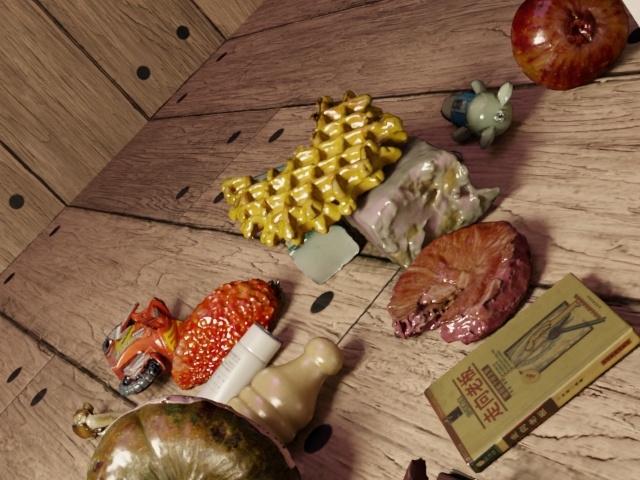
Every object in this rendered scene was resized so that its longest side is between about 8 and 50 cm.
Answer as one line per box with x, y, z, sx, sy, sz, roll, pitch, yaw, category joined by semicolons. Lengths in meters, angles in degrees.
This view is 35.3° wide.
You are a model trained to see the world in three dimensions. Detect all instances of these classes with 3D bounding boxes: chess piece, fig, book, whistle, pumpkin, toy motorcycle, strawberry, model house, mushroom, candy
-0.084;0.250;1.365;0.307;0.124;0.139;-44;-7;-12;chess piece
0.372;-0.313;1.566;0.175;0.175;0.207;-44;9;-4;fig
0.232;0.143;1.140;0.231;0.026;0.161;-41;23;5;book
0.256;-0.210;1.661;0.236;0.077;0.114;-143;72;-73;whistle
-0.155;0.312;1.173;0.260;0.260;0.189;-43;-8;-1;pumpkin
-0.316;0.194;1.837;0.171;0.089;0.298;-43;22;-5;toy motorcycle
-0.169;0.140;1.677;0.236;0.106;0.175;-50;24;-16;strawberry
0.000;0.000;1.674;0.101;0.088;0.100;-39;25;8;model house
-0.373;0.315;1.763;0.187;0.061;0.060;-13;31;42;mushroom
0.139;-0.060;1.500;0.185;0.137;0.195;-43;21;-2;candy

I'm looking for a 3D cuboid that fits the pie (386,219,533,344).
0.183;0.056;1.334;0.219;0.054;0.204;-16;35;46;pie

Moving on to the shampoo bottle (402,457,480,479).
0.158;0.270;0.987;0.236;0.067;0.068;2;58;59;shampoo bottle

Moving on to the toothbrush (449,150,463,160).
0.146;-0.141;1.773;0.031;0.023;0.321;-41;21;-20;toothbrush

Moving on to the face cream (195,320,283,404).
-0.155;0.235;1.563;0.243;0.058;0.092;-51;29;-5;face cream

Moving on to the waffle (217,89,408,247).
-0.010;-0.110;1.513;0.293;0.069;0.260;-44;37;-8;waffle

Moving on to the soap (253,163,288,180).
0.024;-0.101;1.699;0.261;0.094;0.150;-25;20;-24;soap

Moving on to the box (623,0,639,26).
0.537;-0.382;1.400;0.203;0.116;0.274;-29;15;29;box
